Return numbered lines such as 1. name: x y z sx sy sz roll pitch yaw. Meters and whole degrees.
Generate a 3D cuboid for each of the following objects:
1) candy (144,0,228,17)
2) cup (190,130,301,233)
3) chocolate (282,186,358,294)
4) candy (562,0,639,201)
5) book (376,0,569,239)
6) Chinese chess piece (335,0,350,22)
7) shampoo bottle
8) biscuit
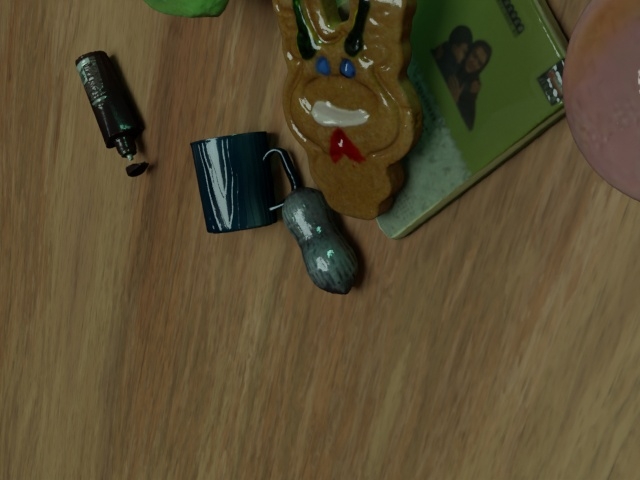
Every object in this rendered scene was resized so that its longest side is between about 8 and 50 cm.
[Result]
1. candy: -0.167 -0.462 1.222 0.132 0.142 0.343 -110 24 -53
2. cup: -0.115 -0.086 1.379 0.150 0.113 0.138 -4 96 49
3. chocolate: 0.000 0.000 1.304 0.072 0.072 0.167 -42 65 43
4. candy: 0.353 -0.150 0.874 0.255 0.094 0.255 12 107 45
5. book: 0.142 -0.179 1.141 0.352 0.035 0.239 -40 68 45
6. Chinese chess piece: 0.025 -0.402 1.168 0.270 0.112 0.270 14 109 45
7. shampoo bottle: -0.363 -0.223 1.655 0.236 0.067 0.068 67 155 12
8. biscuit: 0.032 -0.179 1.140 0.202 0.047 0.333 17 126 35
